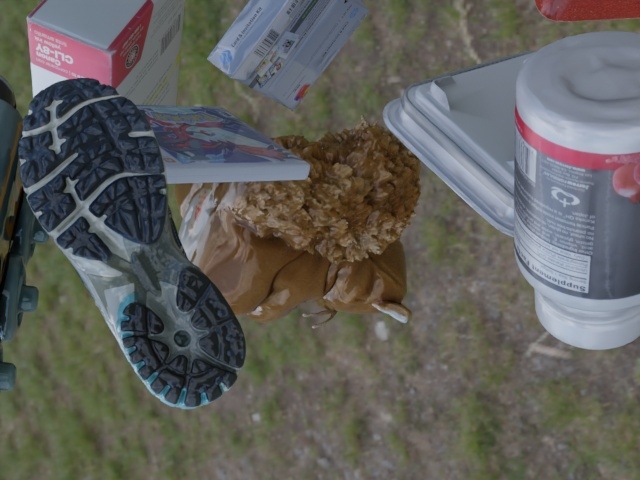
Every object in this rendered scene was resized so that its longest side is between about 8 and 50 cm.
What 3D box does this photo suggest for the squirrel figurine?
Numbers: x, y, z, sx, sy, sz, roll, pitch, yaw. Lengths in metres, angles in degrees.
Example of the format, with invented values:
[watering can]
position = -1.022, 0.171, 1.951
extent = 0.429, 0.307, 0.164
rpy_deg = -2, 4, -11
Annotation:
[squirrel figurine]
position = 0.000, 0.000, 1.517
extent = 0.397, 0.370, 0.281
rpy_deg = -43, 37, 45

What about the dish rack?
[dish rack]
position = 0.280, -0.150, 1.338
extent = 0.285, 0.333, 0.072
rpy_deg = 46, 138, 29

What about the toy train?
[toy train]
position = -0.297, 0.003, 0.816
extent = 0.334, 0.142, 0.190
rpy_deg = -94, 15, -47

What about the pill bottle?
[pill bottle]
position = 0.290, -0.039, 1.059
extent = 0.176, 0.176, 0.318
rpy_deg = 47, 156, 43

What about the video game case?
[video game case]
position = -0.142, -0.112, 1.153
extent = 0.183, 0.201, 0.023
rpy_deg = 36, 118, 40

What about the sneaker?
[sneaker]
position = -0.162, 0.008, 0.826
extent = 0.283, 0.110, 0.122
rpy_deg = 66, 162, 5

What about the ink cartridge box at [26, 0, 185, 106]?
[ink cartridge box]
position = -0.370, -0.289, 1.796
extent = 0.160, 0.279, 0.384
rpy_deg = 21, 140, 6

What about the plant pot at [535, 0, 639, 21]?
[plant pot]
position = 0.289, -0.340, 0.732
extent = 0.235, 0.267, 0.267
rpy_deg = 94, 171, -60

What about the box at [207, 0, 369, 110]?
[box]
position = -0.028, -0.218, 1.071
extent = 0.038, 0.186, 0.145
rpy_deg = 41, 100, 17
